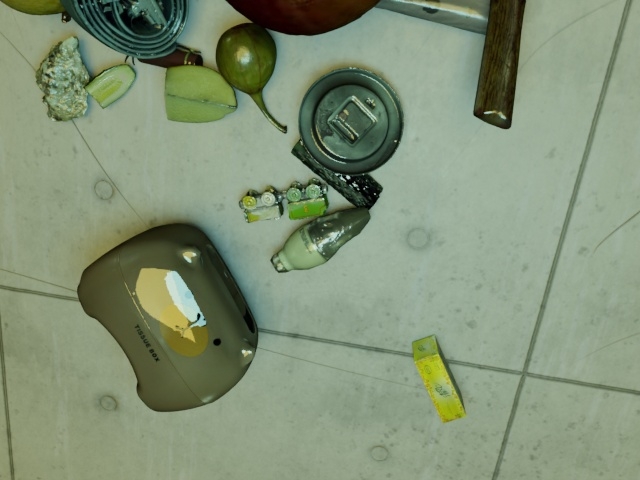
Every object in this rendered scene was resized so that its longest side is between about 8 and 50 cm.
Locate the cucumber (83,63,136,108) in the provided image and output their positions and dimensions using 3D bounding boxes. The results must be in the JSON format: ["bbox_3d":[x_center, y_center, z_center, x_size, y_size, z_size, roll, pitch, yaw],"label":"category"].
[{"bbox_3d":[-0.448,-0.341,1.115,0.107,0.035,0.067,-35,139,1],"label":"cucumber"}]

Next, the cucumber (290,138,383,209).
[{"bbox_3d":[0.038,-0.146,1.105,0.211,0.062,0.078,41,107,-6],"label":"cucumber"}]

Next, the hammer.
[{"bbox_3d":[0.319,-0.395,0.907,0.243,0.095,0.408,10,87,0],"label":"hammer"}]

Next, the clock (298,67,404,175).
[{"bbox_3d":[0.060,-0.236,1.051,0.215,0.042,0.214,0,93,-7],"label":"clock"}]

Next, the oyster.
[{"bbox_3d":[-0.556,-0.346,1.119,0.125,0.064,0.177,0,108,3],"label":"oyster"}]

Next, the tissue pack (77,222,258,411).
[{"bbox_3d":[-0.302,0.157,1.138,0.277,0.267,0.386,-23,103,11],"label":"tissue pack"}]

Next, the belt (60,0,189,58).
[{"bbox_3d":[-0.350,-0.452,0.962,0.116,0.267,0.206,42,93,27],"label":"belt"}]

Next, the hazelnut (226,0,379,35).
[{"bbox_3d":[0.003,-0.512,0.775,0.353,0.421,0.420,29,109,11],"label":"hazelnut"}]

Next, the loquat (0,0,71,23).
[{"bbox_3d":[-0.524,-0.533,0.968,0.244,0.244,0.243,2,108,7],"label":"loquat"}]

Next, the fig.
[{"bbox_3d":[-0.127,-0.322,1.063,0.124,0.124,0.236,-15,128,12],"label":"fig"}]

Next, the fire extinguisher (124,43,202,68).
[{"bbox_3d":[-0.328,-0.385,1.086,0.158,0.043,0.064,14,97,2],"label":"fire extinguisher"}]

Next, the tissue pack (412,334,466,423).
[{"bbox_3d":[0.274,0.321,1.208,0.062,0.095,0.175,-22,104,13],"label":"tissue pack"}]

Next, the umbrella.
[{"bbox_3d":[0.202,-0.456,0.983,0.338,0.067,0.073,15,78,2],"label":"umbrella"}]

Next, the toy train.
[{"bbox_3d":[-0.079,-0.081,1.143,0.203,0.060,0.081,-9,111,11],"label":"toy train"}]

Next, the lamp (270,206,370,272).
[{"bbox_3d":[0.000,0.000,1.139,0.250,0.101,0.101,-30,102,10],"label":"lamp"}]

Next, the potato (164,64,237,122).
[{"bbox_3d":[-0.252,-0.302,1.095,0.149,0.120,0.081,8,77,-14],"label":"potato"}]
